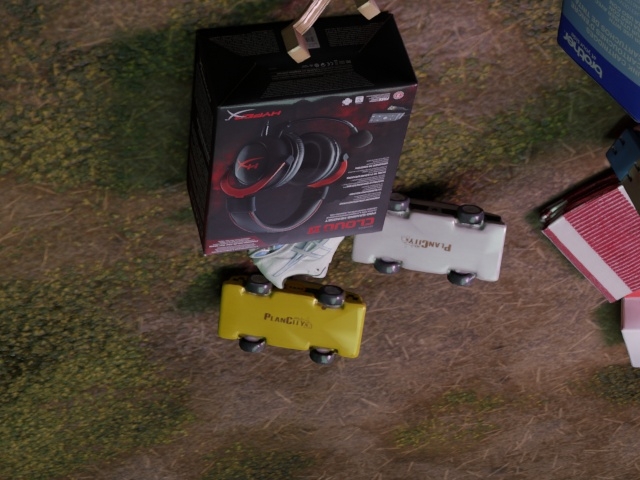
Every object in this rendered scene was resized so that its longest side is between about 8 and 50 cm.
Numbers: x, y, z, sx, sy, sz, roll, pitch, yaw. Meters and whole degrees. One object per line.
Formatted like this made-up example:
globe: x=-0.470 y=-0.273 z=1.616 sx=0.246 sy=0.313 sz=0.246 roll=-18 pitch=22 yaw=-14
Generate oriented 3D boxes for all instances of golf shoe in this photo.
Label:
golf shoe: x=0.000 y=0.000 z=1.848 sx=0.176 sy=0.069 sz=0.086 roll=-22 pitch=112 yaw=21

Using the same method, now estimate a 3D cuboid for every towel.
towel: x=0.480 y=-0.047 z=2.007 sx=0.329 sy=0.037 sz=0.237 roll=-29 pitch=137 yaw=20

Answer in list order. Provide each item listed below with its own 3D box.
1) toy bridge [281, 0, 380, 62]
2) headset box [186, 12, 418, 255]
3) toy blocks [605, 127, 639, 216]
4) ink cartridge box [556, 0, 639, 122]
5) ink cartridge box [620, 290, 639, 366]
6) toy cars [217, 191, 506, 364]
toy bridge: x=0.041 y=-0.253 z=1.520 sx=0.188 sy=0.063 sz=0.026 roll=-31 pitch=144 yaw=19
headset box: x=-0.029 y=-0.103 z=1.669 sx=0.218 sy=0.110 sz=0.293 roll=-7 pitch=146 yaw=-14
toy blocks: x=0.484 y=-0.120 z=1.748 sx=0.191 sy=0.261 sz=0.381 roll=9 pitch=132 yaw=-29
ink cartridge box: x=0.385 y=-0.293 z=1.464 sx=0.270 sy=0.151 sz=0.395 roll=-29 pitch=148 yaw=-17
ink cartridge box: x=0.583 y=0.102 z=2.184 sx=0.296 sy=0.066 sz=0.261 roll=-3 pitch=150 yaw=18
toy cars: x=0.051 y=0.039 z=1.928 sx=0.394 sy=0.087 sz=0.176 roll=-30 pitch=108 yaw=17
